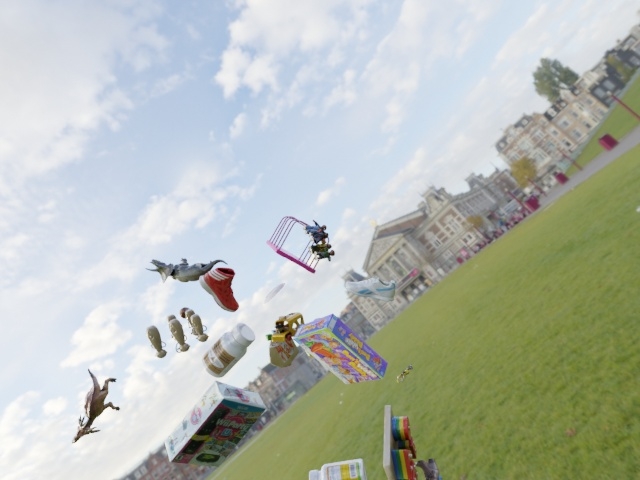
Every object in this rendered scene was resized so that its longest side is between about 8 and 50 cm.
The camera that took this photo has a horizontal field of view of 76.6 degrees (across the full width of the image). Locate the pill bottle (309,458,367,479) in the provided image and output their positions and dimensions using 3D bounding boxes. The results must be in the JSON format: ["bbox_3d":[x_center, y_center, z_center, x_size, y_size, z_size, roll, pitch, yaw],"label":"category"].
[{"bbox_3d":[0.080,1.061,1.800,0.246,0.136,0.136,-11,-13,5],"label":"pill bottle"}]

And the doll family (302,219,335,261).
[{"bbox_3d":[0.000,0.000,1.706,0.111,0.192,0.076,-11,-5,-31],"label":"doll family"}]

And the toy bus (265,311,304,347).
[{"bbox_3d":[-0.161,0.397,1.865,0.191,0.104,0.202,-13,2,-15],"label":"toy bus"}]

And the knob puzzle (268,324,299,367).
[{"bbox_3d":[-0.205,0.559,2.067,0.030,0.213,0.213,-16,3,37],"label":"knob puzzle"}]

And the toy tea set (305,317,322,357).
[{"bbox_3d":[-0.012,0.601,2.326,0.200,0.336,0.124,-15,-56,-14],"label":"toy tea set"}]

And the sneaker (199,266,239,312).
[{"bbox_3d":[-0.376,0.197,1.651,0.128,0.087,0.221,-32,-55,11],"label":"sneaker"}]

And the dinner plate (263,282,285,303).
[{"bbox_3d":[-0.224,0.249,1.942,0.141,0.017,0.141,-44,7,6],"label":"dinner plate"}]

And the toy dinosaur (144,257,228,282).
[{"bbox_3d":[-0.549,0.136,1.706,0.160,0.314,0.121,-65,-21,-74],"label":"toy dinosaur"}]

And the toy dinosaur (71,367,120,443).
[{"bbox_3d":[-0.985,0.717,1.759,0.200,0.127,0.295,-75,-9,-75],"label":"toy dinosaur"}]

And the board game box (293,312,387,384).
[{"bbox_3d":[0.084,0.475,1.744,0.233,0.347,0.078,-31,22,44],"label":"board game box"}]

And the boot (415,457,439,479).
[{"bbox_3d":[0.418,0.911,1.591,0.118,0.042,0.087,-50,28,43],"label":"boot"}]

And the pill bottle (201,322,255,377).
[{"bbox_3d":[-0.391,0.467,1.742,0.229,0.131,0.131,-46,-15,12],"label":"pill bottle"}]

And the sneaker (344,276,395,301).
[{"bbox_3d":[0.224,0.207,1.832,0.087,0.229,0.092,-44,-38,-78],"label":"sneaker"}]

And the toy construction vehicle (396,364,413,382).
[{"bbox_3d":[0.439,0.694,2.101,0.098,0.035,0.086,-35,-22,-20],"label":"toy construction vehicle"}]

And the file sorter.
[{"bbox_3d":[-0.105,0.004,1.897,0.182,0.202,0.291,-60,18,-1],"label":"file sorter"}]

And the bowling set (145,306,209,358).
[{"bbox_3d":[-0.599,0.394,1.806,0.287,0.154,0.200,-14,13,14],"label":"bowling set"}]

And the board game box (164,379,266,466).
[{"bbox_3d":[-0.388,0.689,1.515,0.303,0.097,0.224,-52,-48,2],"label":"board game box"}]

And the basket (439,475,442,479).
[{"bbox_3d":[0.426,1.186,1.829,0.289,0.201,0.254,-30,-44,-22],"label":"basket"}]

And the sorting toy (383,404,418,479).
[{"bbox_3d":[0.320,0.833,1.589,0.089,0.255,0.257,-10,28,16],"label":"sorting toy"}]
